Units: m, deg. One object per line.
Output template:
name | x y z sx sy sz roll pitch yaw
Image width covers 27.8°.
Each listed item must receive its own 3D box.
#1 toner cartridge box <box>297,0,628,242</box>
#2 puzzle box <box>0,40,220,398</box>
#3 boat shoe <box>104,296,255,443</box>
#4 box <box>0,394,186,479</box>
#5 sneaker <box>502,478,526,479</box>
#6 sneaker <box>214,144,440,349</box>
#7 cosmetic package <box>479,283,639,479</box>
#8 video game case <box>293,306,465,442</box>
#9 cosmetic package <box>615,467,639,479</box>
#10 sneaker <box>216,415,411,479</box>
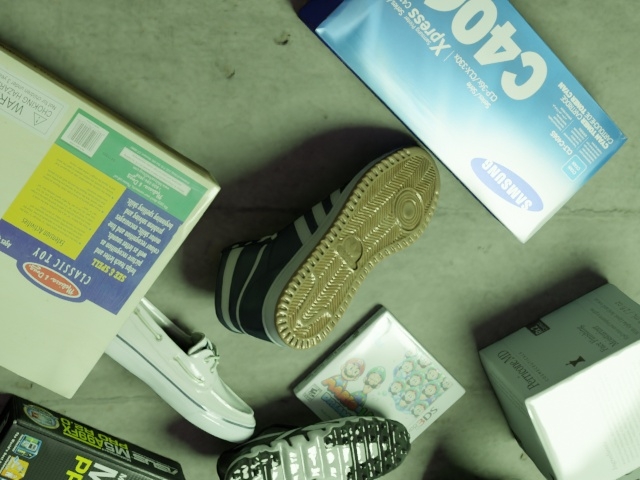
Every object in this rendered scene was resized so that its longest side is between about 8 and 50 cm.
toner cartridge box | 0.154 -0.170 1.356 0.165 0.075 0.348 -45 116 6
puzzle box | -0.333 -0.048 1.214 0.409 0.052 0.272 33 99 -26
boat shoe | -0.144 0.133 1.384 0.226 0.083 0.076 38 98 -25
box | -0.307 0.329 1.427 0.216 0.060 0.270 29 101 -24
sneaker | 0.248 0.331 1.493 0.147 0.296 0.105 9 77 -31
sneaker | 0.000 0.000 1.378 0.282 0.153 0.099 -48 117 -28
cosmetic package | 0.310 0.173 1.491 0.183 0.151 0.151 -27 111 -5
video game case | 0.070 0.174 1.499 0.143 0.019 0.157 -43 116 3
cosmetic package | 0.559 0.315 1.604 0.385 0.156 0.217 -23 129 -5
sneaker | -0.014 0.237 1.458 0.234 0.106 0.078 -11 102 -24
